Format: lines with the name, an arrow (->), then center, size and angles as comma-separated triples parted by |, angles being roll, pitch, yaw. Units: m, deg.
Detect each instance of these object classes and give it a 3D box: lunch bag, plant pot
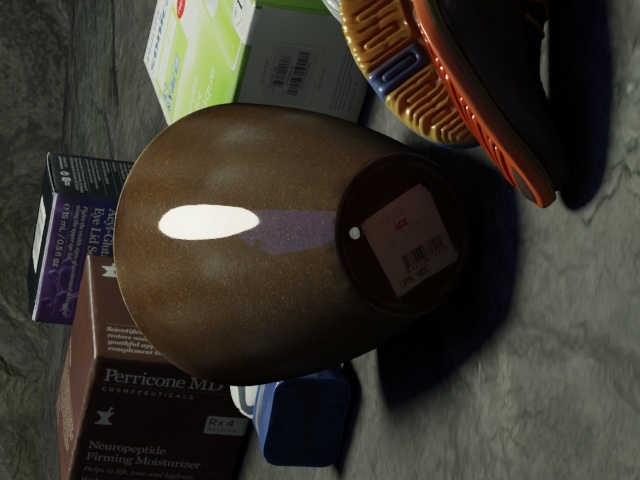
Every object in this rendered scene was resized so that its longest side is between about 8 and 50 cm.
lunch bag -> -0.017, 0.135, 1.492 | 0.065, 0.067, 0.098 | -111, 30, -61
plant pot -> 0.000, 0.000, 1.291 | 0.230, 0.215, 0.215 | -3, 81, 60

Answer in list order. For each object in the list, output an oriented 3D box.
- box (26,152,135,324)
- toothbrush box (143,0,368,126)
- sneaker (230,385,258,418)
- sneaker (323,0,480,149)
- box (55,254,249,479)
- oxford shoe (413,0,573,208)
box -> -0.194, 0.006, 1.929 | 0.108, 0.207, 0.153 | -114, 32, -61
toothbrush box -> -0.057, -0.176, 1.629 | 0.283, 0.122, 0.206 | -112, 33, -53
sneaker -> -0.047, 0.029, 1.602 | 0.235, 0.094, 0.153 | -104, 27, -52
sneaker -> 0.060, -0.171, 1.268 | 0.296, 0.112, 0.131 | 62, -175, 29
box -> -0.167, 0.149, 1.841 | 0.167, 0.168, 0.203 | -103, 24, -53
oxford shoe -> 0.105, -0.148, 1.120 | 0.097, 0.098, 0.271 | 54, -167, -67
